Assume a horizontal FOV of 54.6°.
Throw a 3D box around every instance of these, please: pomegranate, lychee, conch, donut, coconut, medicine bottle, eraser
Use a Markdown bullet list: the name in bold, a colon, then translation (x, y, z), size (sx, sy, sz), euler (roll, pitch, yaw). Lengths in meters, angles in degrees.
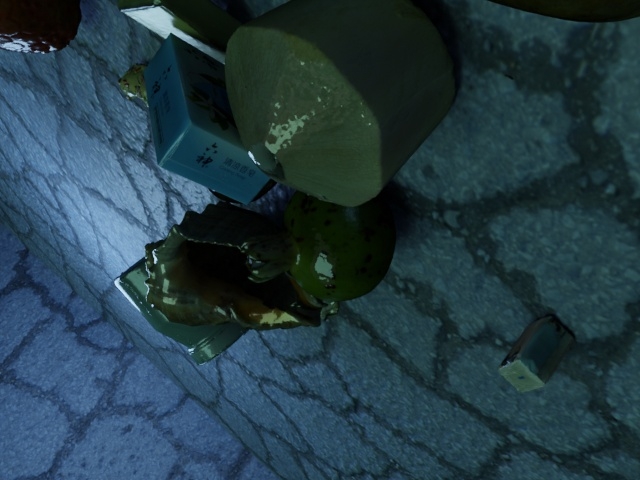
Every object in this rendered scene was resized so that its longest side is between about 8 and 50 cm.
- **pomegranate**: translation (0.000, 0.000, 0.947), size (0.202, 0.247, 0.202), euler (169, 90, -69)
- **lychee**: translation (-0.567, -0.463, 1.108), size (0.255, 0.255, 0.300), euler (12, 168, 45)
- **conch**: translation (-0.155, 0.034, 1.111), size (0.352, 0.210, 0.297), euler (5, 150, 2)
- **donut**: translation (-0.316, -0.267, 1.202), size (0.108, 0.065, 0.166), euler (-4, 124, 54)
- **coconut**: translation (0.011, -0.161, 0.720), size (0.239, 0.244, 0.239), euler (33, 148, 24)
- **medicine bottle**: translation (-0.317, 0.136, 1.516), size (0.290, 0.245, 0.245), euler (54, 150, -10)
- **eraser**: translation (-0.189, -0.316, 0.897), size (0.117, 0.058, 0.172), euler (15, 173, 44)

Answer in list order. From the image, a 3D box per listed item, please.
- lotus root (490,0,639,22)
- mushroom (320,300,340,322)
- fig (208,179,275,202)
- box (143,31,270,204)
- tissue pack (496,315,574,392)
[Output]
- **lotus root**: translation (0.179, -0.254, 0.510), size (0.241, 0.124, 0.123), euler (28, 135, 29)
- **mushroom**: translation (-0.064, 0.054, 1.239), size (0.278, 0.096, 0.099), euler (47, 126, 21)
- **fig**: translation (-0.119, -0.135, 1.010), size (0.170, 0.145, 0.274), euler (59, 163, -23)
- **box**: translation (-0.156, -0.171, 0.859), size (0.142, 0.232, 0.083), euler (23, 124, -38)
- **tissue pack**: translation (0.308, 0.162, 0.886), size (0.058, 0.094, 0.074), euler (42, 153, 6)
